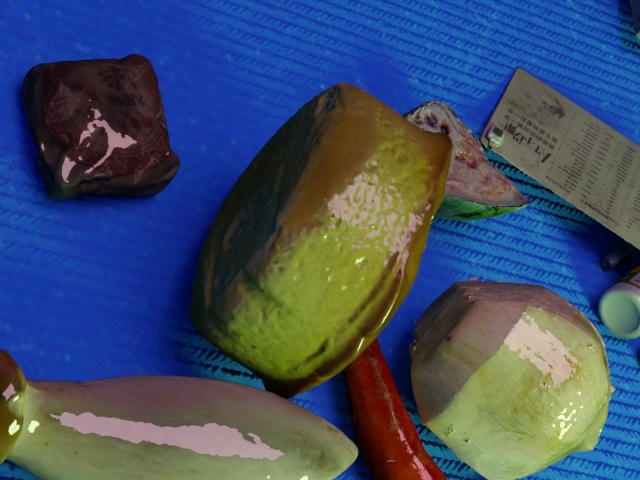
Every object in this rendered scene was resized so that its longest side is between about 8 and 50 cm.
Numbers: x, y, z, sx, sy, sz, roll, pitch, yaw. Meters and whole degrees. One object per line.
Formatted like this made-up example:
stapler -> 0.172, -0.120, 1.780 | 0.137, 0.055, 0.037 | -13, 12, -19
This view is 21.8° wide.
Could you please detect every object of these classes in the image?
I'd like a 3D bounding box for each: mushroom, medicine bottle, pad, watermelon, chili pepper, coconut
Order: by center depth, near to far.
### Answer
mushroom -> -0.132, 0.160, 1.310 | 0.350, 0.128, 0.128 | 16, 57, -27
chili pepper -> 0.062, 0.173, 1.492 | 0.063, 0.071, 0.272 | -22, 71, -3
coconut -> 0.179, 0.130, 1.528 | 0.194, 0.194, 0.194 | 18, 56, -29
watermelon -> 0.116, -0.078, 1.675 | 0.187, 0.071, 0.139 | 19, 48, -18
pad -> 0.304, -0.079, 1.809 | 0.265, 0.009, 0.159 | 34, 43, -3
medicine bottle -> 0.370, 0.027, 1.813 | 0.092, 0.061, 0.220 | 43, 44, 17

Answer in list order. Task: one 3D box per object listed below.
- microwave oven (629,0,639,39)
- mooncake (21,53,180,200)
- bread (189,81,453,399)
microwave oven -> 0.497, -0.380, 2.019 | 0.181, 0.237, 0.295 | 21, 50, -28
mooncake -> -0.192, -0.101, 1.447 | 0.125, 0.073, 0.130 | -5, 67, -37
bread -> 0.000, 0.000, 1.414 | 0.148, 0.270, 0.270 | 34, 50, -15
